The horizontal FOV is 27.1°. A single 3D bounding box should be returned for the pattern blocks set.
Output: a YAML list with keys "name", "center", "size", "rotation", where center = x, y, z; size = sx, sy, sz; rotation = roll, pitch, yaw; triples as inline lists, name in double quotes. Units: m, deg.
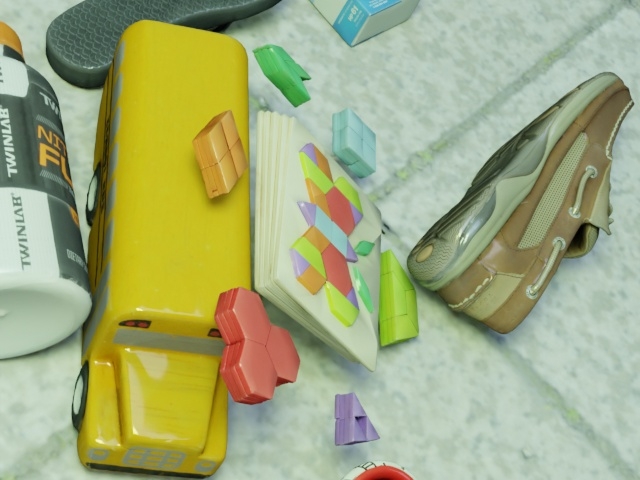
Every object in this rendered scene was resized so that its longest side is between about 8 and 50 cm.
- name: "pattern blocks set"
  center: [0.000, 0.000, 1.027]
  size: [0.285, 0.026, 0.325]
  rotation: [32, 44, -50]

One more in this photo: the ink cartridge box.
- name: "ink cartridge box"
  center: [0.029, -0.261, 1.295]
  size: [0.088, 0.052, 0.122]
  rotation: [-32, 74, -36]

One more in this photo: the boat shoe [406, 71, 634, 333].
- name: "boat shoe"
  center: [0.201, -0.034, 1.194]
  size: [0.116, 0.123, 0.324]
  rotation: [46, 56, -3]

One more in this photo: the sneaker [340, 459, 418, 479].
- name: "sneaker"
  center: [-0.004, 0.270, 0.872]
  size: [0.090, 0.145, 0.270]
  rotation: [28, 52, -6]

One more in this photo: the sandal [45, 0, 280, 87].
- name: "sandal"
  center: [-0.135, -0.208, 1.194]
  size: [0.254, 0.054, 0.097]
  rotation: [-29, 66, -26]

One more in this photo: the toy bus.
- name: "toy bus"
  center: [-0.115, 0.004, 1.005]
  size: [0.108, 0.130, 0.333]
  rotation: [10, 55, -19]

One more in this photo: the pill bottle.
- name: "pill bottle"
  center: [-0.249, -0.047, 0.978]
  size: [0.130, 0.130, 0.246]
  rotation: [-1, 60, -25]
